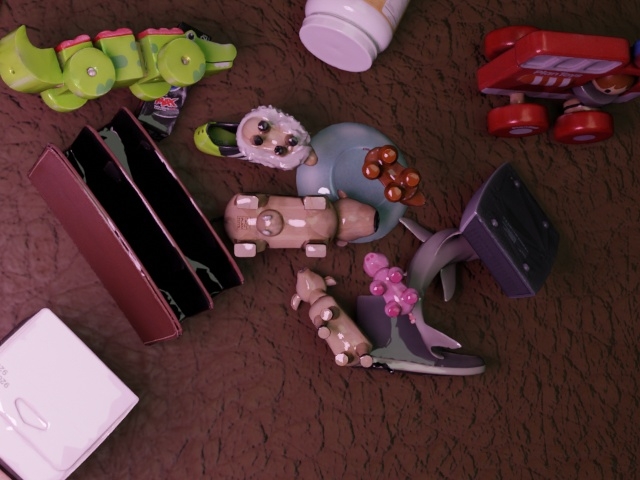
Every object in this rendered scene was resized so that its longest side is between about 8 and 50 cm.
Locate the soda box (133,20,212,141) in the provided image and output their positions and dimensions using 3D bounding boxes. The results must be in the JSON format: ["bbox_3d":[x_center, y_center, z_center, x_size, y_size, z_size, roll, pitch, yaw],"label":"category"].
[{"bbox_3d":[-0.221,-0.234,1.689,0.053,0.060,0.168,26,74,-18],"label":"soda box"}]

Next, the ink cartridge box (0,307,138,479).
[{"bbox_3d":[-0.369,0.208,1.476,0.171,0.233,0.168,46,70,-9],"label":"ink cartridge box"}]

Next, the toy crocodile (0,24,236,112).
[{"bbox_3d":[-0.270,-0.244,1.557,0.341,0.115,0.105,-12,91,-34],"label":"toy crocodile"}]

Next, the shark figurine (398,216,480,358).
[{"bbox_3d":[0.185,0.038,1.737,0.166,0.116,0.278,38,47,-7],"label":"shark figurine"}]

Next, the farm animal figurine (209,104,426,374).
[{"bbox_3d":[0.000,0.000,1.675,0.327,0.172,0.330,18,96,-2],"label":"farm animal figurine"}]

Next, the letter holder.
[{"bbox_3d":[-0.242,-0.025,1.568,0.152,0.214,0.301,-36,95,-21],"label":"letter holder"}]

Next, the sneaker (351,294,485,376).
[{"bbox_3d":[0.156,0.147,1.763,0.222,0.083,0.118,8,80,-18],"label":"sneaker"}]

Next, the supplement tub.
[{"bbox_3d":[0.063,-0.378,1.773,0.144,0.144,0.199,30,73,-14],"label":"supplement tub"}]

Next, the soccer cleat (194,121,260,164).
[{"bbox_3d":[-0.099,-0.148,1.716,0.179,0.072,0.060,3,81,-20],"label":"soccer cleat"}]

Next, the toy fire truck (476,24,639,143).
[{"bbox_3d":[0.410,-0.266,1.827,0.302,0.254,0.169,3,82,-20],"label":"toy fire truck"}]

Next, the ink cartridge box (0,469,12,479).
[{"bbox_3d":[-0.493,0.388,1.482,0.193,0.088,0.234,44,71,-11],"label":"ink cartridge box"}]

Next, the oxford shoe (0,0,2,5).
[{"bbox_3d":[-0.540,-0.295,1.551,0.130,0.123,0.348,13,60,14],"label":"oxford shoe"}]

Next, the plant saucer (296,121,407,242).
[{"bbox_3d":[0.059,-0.094,1.788,0.195,0.037,0.194,3,80,-21],"label":"plant saucer"}]

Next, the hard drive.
[{"bbox_3d":[0.295,-0.015,1.785,0.172,0.054,0.254,54,28,-6],"label":"hard drive"}]
